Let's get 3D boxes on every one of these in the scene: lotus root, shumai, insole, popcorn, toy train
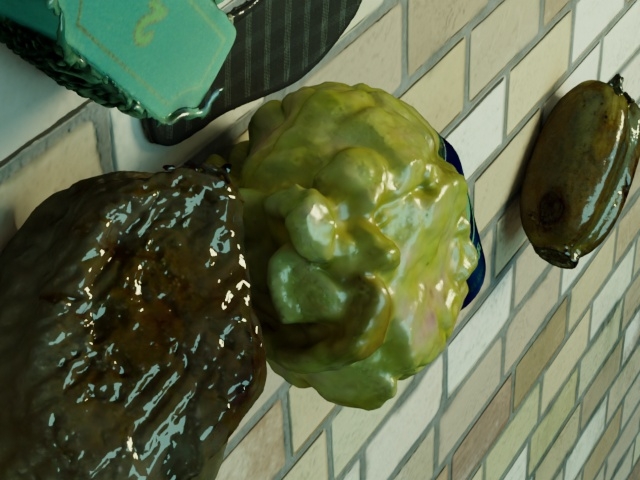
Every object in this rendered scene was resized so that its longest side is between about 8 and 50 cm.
[{"bbox_3d":[0.320,-0.087,1.688,0.124,0.123,0.241,28,82,-37],"label":"lotus root"},{"bbox_3d":[-0.138,0.075,0.889,0.185,0.184,0.218,145,-57,-65],"label":"shumai"},{"bbox_3d":[-0.042,-0.156,1.052,0.309,0.012,0.110,-39,140,-50],"label":"insole"},{"bbox_3d":[0.000,0.000,1.007,0.259,0.212,0.259,-16,110,-52],"label":"popcorn"},{"bbox_3d":[-0.117,-0.165,0.792,0.163,0.112,0.203,-62,152,-6],"label":"toy train"}]

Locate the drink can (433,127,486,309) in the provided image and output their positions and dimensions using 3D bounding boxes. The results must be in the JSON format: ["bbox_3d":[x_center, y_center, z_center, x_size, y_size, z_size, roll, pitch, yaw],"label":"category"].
[{"bbox_3d":[0.086,-0.017,1.273,0.118,0.118,0.205,-60,150,-24],"label":"drink can"}]
